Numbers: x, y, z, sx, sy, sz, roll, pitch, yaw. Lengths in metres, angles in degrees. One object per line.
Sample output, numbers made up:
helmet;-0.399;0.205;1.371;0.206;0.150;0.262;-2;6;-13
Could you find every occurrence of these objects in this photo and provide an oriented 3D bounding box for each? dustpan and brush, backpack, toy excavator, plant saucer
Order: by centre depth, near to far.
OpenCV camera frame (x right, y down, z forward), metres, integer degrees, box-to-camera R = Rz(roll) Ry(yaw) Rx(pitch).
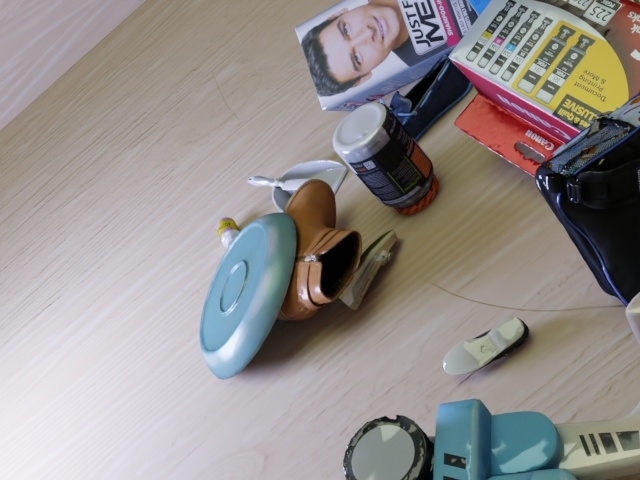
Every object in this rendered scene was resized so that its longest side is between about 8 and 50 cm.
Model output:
toy excavator;0.269;0.271;1.101;0.445;0.222;0.432;-11;47;24
backpack;0.437;-0.067;1.239;0.263;0.276;0.213;-35;22;8
plant saucer;-0.141;0.090;1.720;0.317;0.044;0.317;-48;29;39
dustpan and brush;-0.063;-0.107;1.933;0.211;0.060;0.147;3;56;47

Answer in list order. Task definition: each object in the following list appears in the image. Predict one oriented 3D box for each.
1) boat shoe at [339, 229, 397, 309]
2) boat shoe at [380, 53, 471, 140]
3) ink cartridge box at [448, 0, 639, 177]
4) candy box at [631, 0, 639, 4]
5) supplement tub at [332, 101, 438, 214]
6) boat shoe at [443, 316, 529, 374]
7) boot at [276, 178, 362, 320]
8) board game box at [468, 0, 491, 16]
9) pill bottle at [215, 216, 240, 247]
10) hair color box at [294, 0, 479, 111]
boat shoe;0.086;0.048;1.643;0.153;0.048;0.056;-51;6;-20
boat shoe;0.162;-0.253;1.831;0.258;0.089;0.109;-45;34;-1
ink cartridge box;0.362;-0.239;1.455;0.309;0.130;0.271;39;93;37
candy box;0.466;-0.319;1.592;0.316;0.087;0.183;-33;37;15
supplement tub;0.117;-0.137;1.667;0.117;0.190;0.117;-27;38;23
boat shoe;0.237;0.155;1.377;0.133;0.042;0.048;-34;61;16
boot;0.000;0.000;1.655;0.220;0.109;0.283;-28;36;62
board game box;0.324;-0.519;1.752;0.086;0.308;0.301;-22;40;32
pill bottle;-0.185;-0.011;1.973;0.043;0.043;0.083;-41;35;5
hair color box;0.148;-0.408;1.891;0.375;0.114;0.185;-22;83;33
